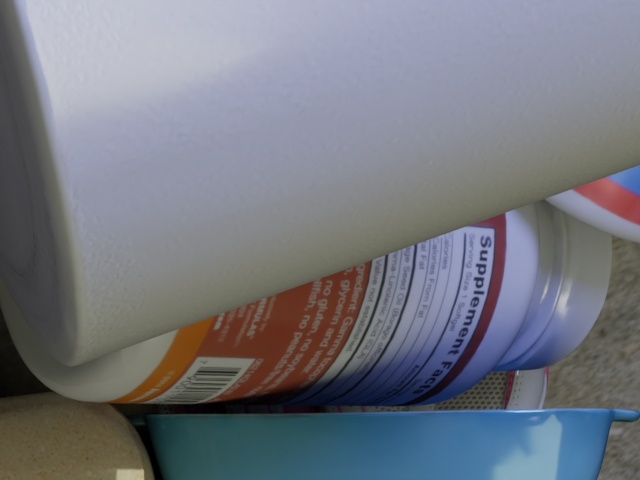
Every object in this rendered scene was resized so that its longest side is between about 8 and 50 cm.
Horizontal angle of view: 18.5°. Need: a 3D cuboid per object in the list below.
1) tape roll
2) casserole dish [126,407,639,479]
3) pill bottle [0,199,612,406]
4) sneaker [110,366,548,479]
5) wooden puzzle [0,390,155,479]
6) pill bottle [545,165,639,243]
[{"bbox_3d":[-0.024,-0.110,0.473,0.169,0.246,0.246,-19,142,-15],"label":"tape roll"},{"bbox_3d":[0.022,0.080,0.718,0.188,0.037,0.114,-2,175,4],"label":"casserole dish"},{"bbox_3d":[0.000,0.000,0.719,0.216,0.121,0.121,4,131,-38],"label":"pill bottle"},{"bbox_3d":[-0.020,0.091,0.824,0.252,0.103,0.111,-28,145,-5],"label":"sneaker"},{"bbox_3d":[-0.210,0.208,0.781,0.322,0.080,0.348,-6,138,-3],"label":"wooden puzzle"},{"bbox_3d":[0.147,-0.115,0.684,0.124,0.124,0.221,10,126,-41],"label":"pill bottle"}]
